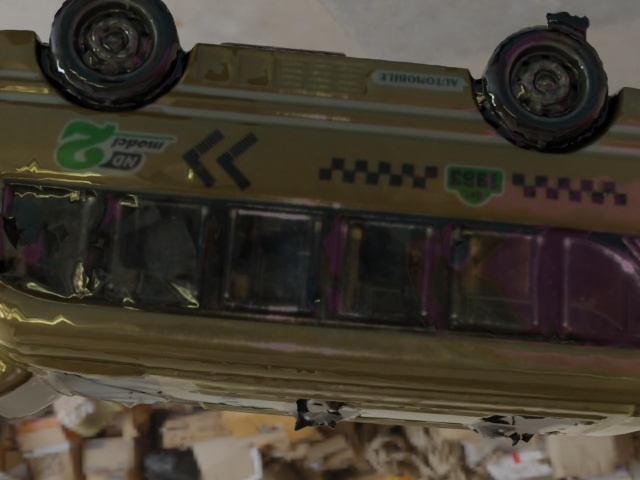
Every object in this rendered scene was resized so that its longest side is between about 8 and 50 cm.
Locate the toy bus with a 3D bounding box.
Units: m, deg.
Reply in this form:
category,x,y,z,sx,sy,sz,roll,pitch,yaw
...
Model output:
category,x,y,z,sx,sy,sz,roll,pitch,yaw
toy bus,0.000,0.000,0.545,0.366,0.201,0.177,5,165,-2
